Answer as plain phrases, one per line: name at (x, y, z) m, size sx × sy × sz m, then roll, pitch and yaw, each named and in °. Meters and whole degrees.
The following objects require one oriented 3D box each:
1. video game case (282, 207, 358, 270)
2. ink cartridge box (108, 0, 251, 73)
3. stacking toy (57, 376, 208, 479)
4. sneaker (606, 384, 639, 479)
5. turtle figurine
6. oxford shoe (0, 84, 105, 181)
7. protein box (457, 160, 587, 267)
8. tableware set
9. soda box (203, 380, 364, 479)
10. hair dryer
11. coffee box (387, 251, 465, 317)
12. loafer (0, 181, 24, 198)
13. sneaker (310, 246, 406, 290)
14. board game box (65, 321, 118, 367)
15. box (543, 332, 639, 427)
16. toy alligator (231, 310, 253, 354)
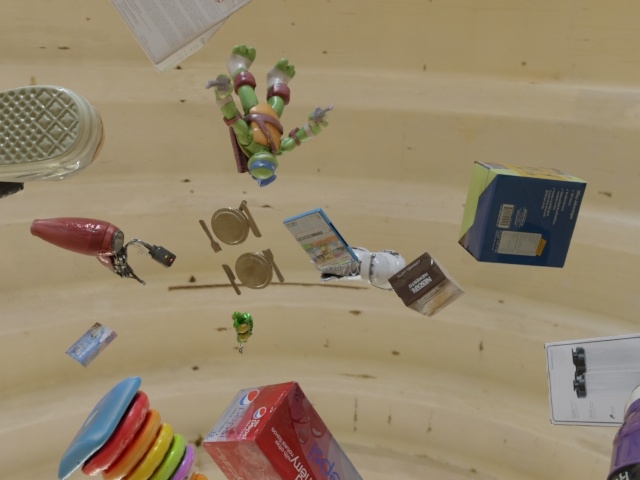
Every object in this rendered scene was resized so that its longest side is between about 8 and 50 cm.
video game case at (0.000, 0.000, 1.360) m, size 0.166 × 0.119 × 0.015 m, roll 52°, pitch -137°, yaw -24°
ink cartridge box at (-0.231, -0.419, 0.940) m, size 0.224 × 0.056 × 0.181 m, roll -34°, pitch -87°, yaw -4°
stacking toy at (-0.293, 0.405, 1.026) m, size 0.302 × 0.166 × 0.175 m, roll 40°, pitch -63°, yaw -13°
sneaker at (0.305, 0.174, 0.295) m, size 0.124 × 0.283 × 0.107 m, roll -34°, pitch -56°, yaw -46°
turtle figurine at (-0.088, -0.264, 1.025) m, size 0.197 × 0.266 × 0.275 m, roll -9°, pitch -35°, yaw -1°
oxford shoe at (-0.535, -0.157, 0.867) m, size 0.130 × 0.449 × 0.169 m, roll 1°, pitch -91°, yaw -82°
protein box at (0.440, -0.059, 1.251) m, size 0.201 × 0.136 × 0.200 m, roll 4°, pitch -71°, yaw -9°
tableware set at (-0.159, 0.013, 1.185) m, size 0.194 × 0.128 × 0.039 m, roll 65°, pitch -152°, yaw -15°
soda box at (-0.008, 0.280, 0.605) m, size 0.263 × 0.092 × 0.083 m, roll 58°, pitch -139°, yaw -15°
hair dryer at (-0.489, 0.030, 1.241) m, size 0.293 × 0.223 × 0.080 m, roll 32°, pitch -130°, yaw -29°
coffee box at (0.312, 0.135, 1.633) m, size 0.141 × 0.098 × 0.246 m, roll -39°, pitch -28°, yaw 13°
loafer at (-0.622, -0.125, 1.027) m, size 0.076 × 0.223 × 0.078 m, roll -38°, pitch -54°, yaw -47°
sneaker at (0.120, 0.095, 1.907) m, size 0.210 × 0.365 × 0.138 m, roll -1°, pitch -84°, yaw -27°
board game box at (-0.485, 0.219, 1.193) m, size 0.090 × 0.090 × 0.020 m, roll -49°, pitch -54°, yaw -27°
box at (0.575, 0.267, 1.065) m, size 0.087 × 0.290 × 0.169 m, roll 11°, pitch -111°, yaw -29°
toy alligator at (-0.212, 0.253, 1.579) m, size 0.051 × 0.056 × 0.190 m, roll -21°, pitch -41°, yaw -20°
